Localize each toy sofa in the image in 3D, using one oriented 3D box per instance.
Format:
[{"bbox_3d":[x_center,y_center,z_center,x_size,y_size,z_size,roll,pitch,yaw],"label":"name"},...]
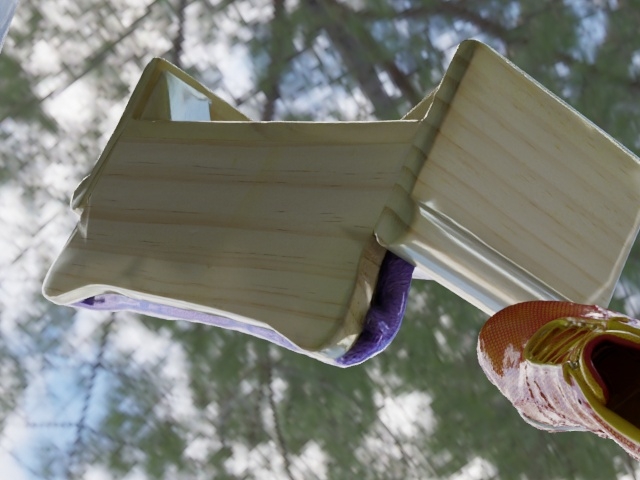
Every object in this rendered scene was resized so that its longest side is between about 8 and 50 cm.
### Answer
[{"bbox_3d":[0.000,0.000,0.980,0.362,0.150,0.177,5,-113,56],"label":"toy sofa"}]

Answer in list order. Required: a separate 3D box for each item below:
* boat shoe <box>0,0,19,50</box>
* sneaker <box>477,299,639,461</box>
[{"bbox_3d":[-0.118,-0.105,0.429,0.102,0.108,0.301,18,-144,-15],"label":"boat shoe"},{"bbox_3d":[0.117,0.050,0.682,0.064,0.067,0.175,-48,-151,-11],"label":"sneaker"}]
